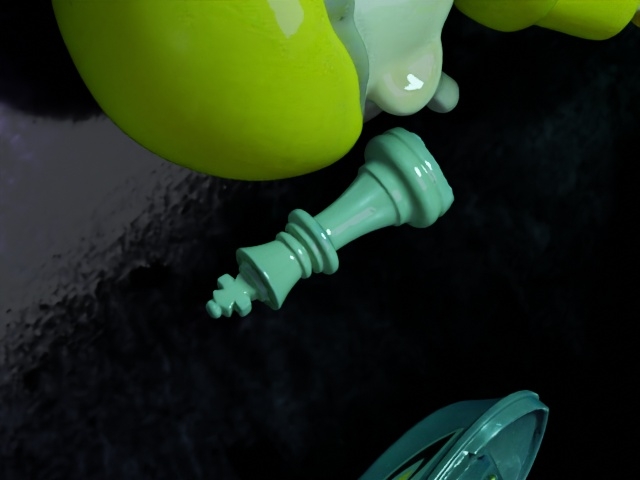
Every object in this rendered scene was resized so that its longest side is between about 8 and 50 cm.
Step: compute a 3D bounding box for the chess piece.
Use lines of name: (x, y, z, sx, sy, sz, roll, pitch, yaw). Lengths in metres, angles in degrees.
chess piece: (0.000, 0.000, 0.938, 0.149, 0.059, 0.059, -36, 118, -16)

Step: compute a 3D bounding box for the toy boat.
toy boat: (0.042, 0.203, 0.971, 0.296, 0.122, 0.114, -50, 147, -16)

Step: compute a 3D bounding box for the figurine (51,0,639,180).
figurine: (0.040, -0.140, 0.821, 0.343, 0.187, 0.215, -4, 76, -16)
